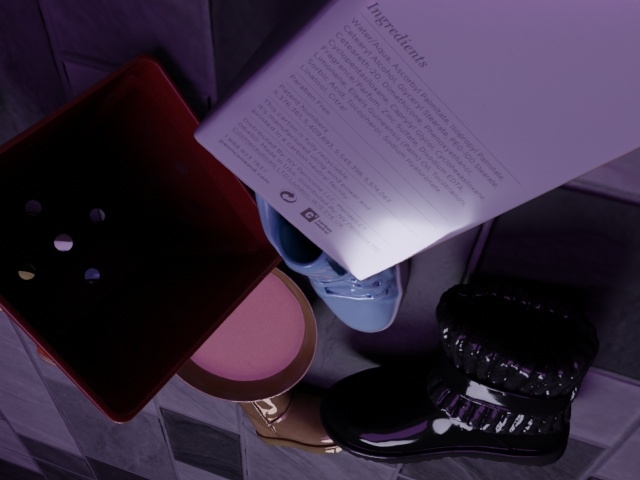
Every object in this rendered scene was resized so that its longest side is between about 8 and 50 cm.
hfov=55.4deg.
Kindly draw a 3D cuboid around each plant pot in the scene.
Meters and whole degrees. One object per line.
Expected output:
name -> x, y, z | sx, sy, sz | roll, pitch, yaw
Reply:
plant pot -> -0.119, 0.120, 0.854 | 0.237, 0.032, 0.236 | 2, 111, 6
plant pot -> -0.251, -0.001, 0.683 | 0.236, 0.267, 0.267 | -5, 126, 51

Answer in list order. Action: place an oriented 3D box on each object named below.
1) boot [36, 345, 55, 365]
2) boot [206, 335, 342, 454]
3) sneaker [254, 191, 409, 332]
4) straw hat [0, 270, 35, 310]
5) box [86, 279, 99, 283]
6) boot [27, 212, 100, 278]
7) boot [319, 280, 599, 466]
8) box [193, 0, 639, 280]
boot -> -0.473, 0.211, 1.158 | 0.158, 0.059, 0.084 | 17, 133, 10
boot -> -0.073, 0.222, 0.957 | 0.236, 0.089, 0.269 | -14, 123, 28
sneaker -> 0.000, 0.000, 0.644 | 0.135, 0.150, 0.365 | 0, 133, 26
straw hat -> -0.561, 0.065, 1.038 | 0.061, 0.145, 0.144 | 63, 143, 21
box -> -0.373, 0.102, 1.017 | 0.137, 0.027, 0.093 | 22, 138, 3
boot -> -0.399, 0.015, 0.907 | 0.190, 0.069, 0.086 | 6, 133, 17
boot -> 0.147, 0.168, 0.758 | 0.348, 0.131, 0.260 | -4, 139, 14
box -> 0.111, -0.153, 0.387 | 0.168, 0.215, 0.345 | 41, 136, -19
